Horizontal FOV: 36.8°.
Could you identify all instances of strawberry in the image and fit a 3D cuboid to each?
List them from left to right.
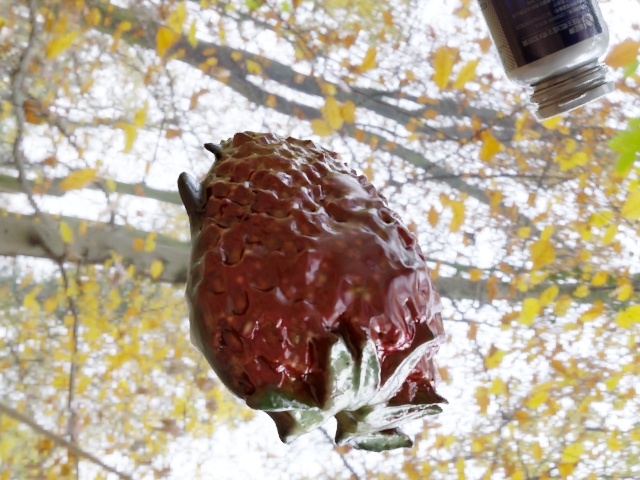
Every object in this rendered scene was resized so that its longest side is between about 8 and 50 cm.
[{"bbox_3d":[0.000,0.000,0.748,0.138,0.233,0.306,-34,-126,32],"label":"strawberry"}]

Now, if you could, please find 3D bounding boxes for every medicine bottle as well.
[{"bbox_3d":[0.215,-0.220,0.939,0.107,0.107,0.191,-18,-83,39],"label":"medicine bottle"}]
